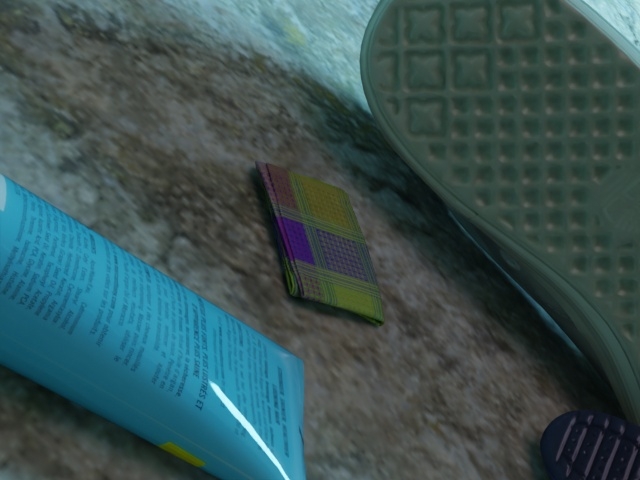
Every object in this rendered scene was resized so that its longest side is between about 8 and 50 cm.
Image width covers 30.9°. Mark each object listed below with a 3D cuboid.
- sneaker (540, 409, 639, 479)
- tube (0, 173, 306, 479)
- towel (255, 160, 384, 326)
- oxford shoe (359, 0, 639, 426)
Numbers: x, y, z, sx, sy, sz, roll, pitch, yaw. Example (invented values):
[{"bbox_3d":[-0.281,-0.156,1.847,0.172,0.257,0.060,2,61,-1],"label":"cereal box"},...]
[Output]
[{"bbox_3d":[0.164,0.136,0.551,0.144,0.059,0.053,34,61,7],"label":"sneaker"},{"bbox_3d":[-0.076,0.024,0.379,0.207,0.052,0.080,34,37,-31],"label":"tube"},{"bbox_3d":[0.000,0.000,0.539,0.060,0.009,0.083,19,41,-41],"label":"towel"},{"bbox_3d":[0.199,0.022,0.637,0.449,0.169,0.130,46,8,-1],"label":"oxford shoe"}]
